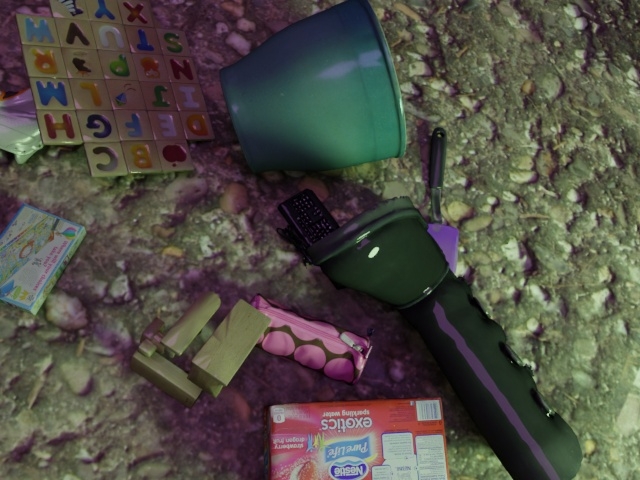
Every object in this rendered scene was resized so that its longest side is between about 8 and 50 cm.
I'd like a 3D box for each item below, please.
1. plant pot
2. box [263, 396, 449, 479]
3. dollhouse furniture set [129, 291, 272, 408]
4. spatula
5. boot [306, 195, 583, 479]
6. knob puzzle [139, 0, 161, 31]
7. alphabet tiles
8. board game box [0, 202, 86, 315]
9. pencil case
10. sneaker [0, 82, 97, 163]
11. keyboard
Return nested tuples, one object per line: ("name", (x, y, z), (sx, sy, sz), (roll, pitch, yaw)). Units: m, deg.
("plant pot", (-0.021, -0.233, 0.895), (0.256, 0.271, 0.271), (-18, 76, 1))
("box", (0.046, 0.303, 0.791), (0.257, 0.122, 0.128), (0, 72, -10))
("dollhouse furniture set", (-0.183, 0.156, 0.801), (0.144, 0.151, 0.123), (34, 49, 2))
("spatula", (0.217, -0.079, 0.996), (0.084, 0.030, 0.296), (6, 71, -3))
("boot", (0.190, 0.161, 0.763), (0.146, 0.367, 0.445), (-33, 79, 23))
("knob puzzle", (-0.390, -0.374, 0.981), (0.213, 0.030, 0.213), (3, 71, -10))
("alphabet tiles", (-0.336, -0.269, 0.902), (0.285, 0.011, 0.342), (-9, 77, -37))
("board game box", (-0.454, 0.027, 0.829), (0.104, 0.026, 0.154), (22, 61, -3))
("pencil case", (-0.025, 0.152, 0.841), (0.210, 0.098, 0.095), (20, 70, -3))
("sneaker", (-0.474, -0.192, 0.887), (0.263, 0.099, 0.120), (-12, 101, -22))
("keyboard", (0.000, 0.000, 0.928), (0.100, 0.038, 0.192), (-34, 80, -18))
